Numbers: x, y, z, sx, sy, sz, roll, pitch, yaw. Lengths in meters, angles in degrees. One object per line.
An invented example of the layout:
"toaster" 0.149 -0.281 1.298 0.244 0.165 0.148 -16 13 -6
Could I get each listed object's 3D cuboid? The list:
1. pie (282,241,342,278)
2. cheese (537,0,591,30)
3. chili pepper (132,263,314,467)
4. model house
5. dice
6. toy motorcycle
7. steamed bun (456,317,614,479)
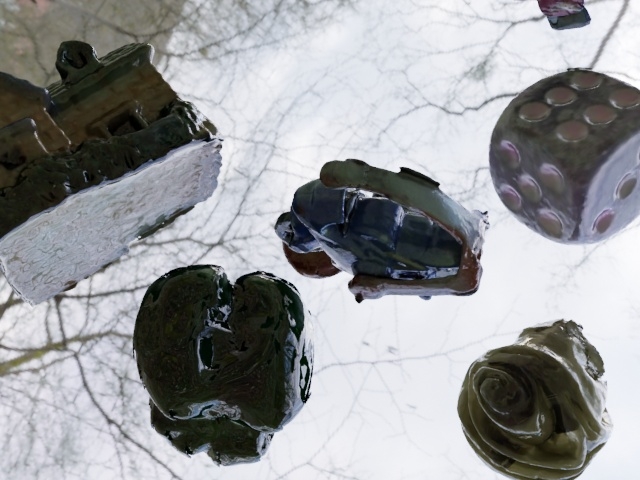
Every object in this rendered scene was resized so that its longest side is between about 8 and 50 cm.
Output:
"pie" 0.000 0.000 1.583 0.183 0.049 0.182 -7 -113 15
"cheese" 0.229 -0.268 0.722 0.095 0.145 0.038 4 -124 43
"chili pepper" -0.135 0.172 1.019 0.256 0.249 0.233 -93 -171 -45
"model house" -0.466 -0.182 1.308 0.446 0.400 0.395 -33 167 -18
"dice" 0.536 -0.174 1.509 0.270 0.271 0.270 -31 -136 -16
"toy motorcycle" 0.095 -0.031 1.088 0.182 0.319 0.241 -75 -179 -56
"steamed bun" 0.447 0.348 1.562 0.347 0.237 0.393 18 -85 34
